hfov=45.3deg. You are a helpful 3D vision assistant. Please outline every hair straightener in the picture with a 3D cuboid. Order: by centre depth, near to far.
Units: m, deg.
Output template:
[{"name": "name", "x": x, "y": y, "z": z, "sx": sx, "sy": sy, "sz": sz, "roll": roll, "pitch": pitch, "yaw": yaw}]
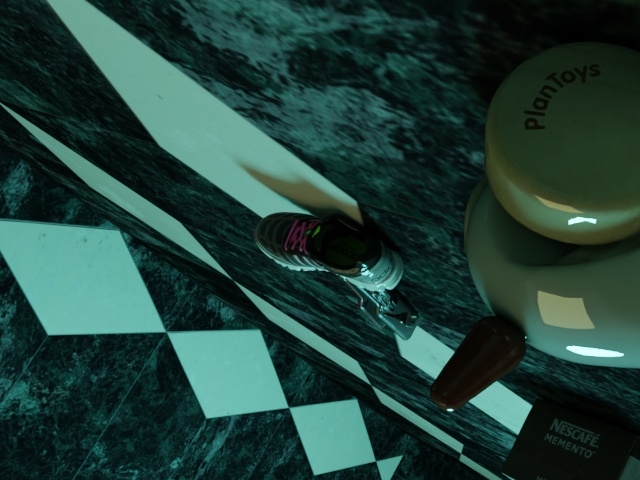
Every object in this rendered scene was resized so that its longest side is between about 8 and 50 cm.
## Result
[{"name": "hair straightener", "x": 0.080, "y": 0.064, "z": 0.911, "sx": 0.089, "sy": 0.047, "sz": 0.230, "roll": 23, "pitch": 161, "yaw": 32}]

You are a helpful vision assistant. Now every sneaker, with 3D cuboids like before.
[{"name": "sneaker", "x": 0.000, "y": 0.000, "z": 0.786, "sx": 0.170, "sy": 0.063, "sz": 0.075, "roll": 19, "pitch": 164, "yaw": 27}]

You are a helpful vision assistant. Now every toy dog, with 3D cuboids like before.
[{"name": "toy dog", "x": 0.182, "y": 0.051, "z": 0.323, "sx": 0.334, "sy": 0.161, "sz": 0.220, "roll": 21, "pitch": 164, "yaw": 38}]

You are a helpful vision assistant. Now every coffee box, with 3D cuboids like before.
[{"name": "coffee box", "x": 0.411, "y": 0.350, "z": 1.050, "sx": 0.297, "sy": 0.119, "sz": 0.168, "roll": 38, "pitch": 167, "yaw": -30}]
